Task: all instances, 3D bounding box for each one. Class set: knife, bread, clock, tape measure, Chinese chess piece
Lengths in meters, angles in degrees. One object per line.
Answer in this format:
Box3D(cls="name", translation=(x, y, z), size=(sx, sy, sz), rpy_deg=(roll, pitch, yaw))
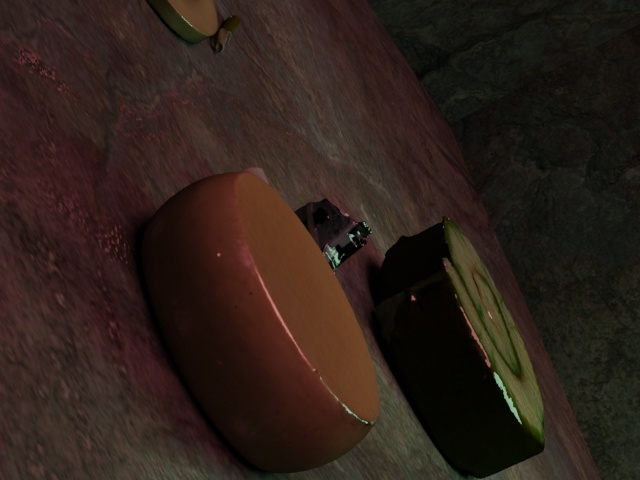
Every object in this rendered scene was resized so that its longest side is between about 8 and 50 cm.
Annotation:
Box3D(cls="knife", translation=(-0.122, -0.271, 2.023), size=(0.184, 0.022, 0.026), rpy_deg=(-81, 168, -71))
Box3D(cls="bread", translation=(0.185, 0.142, 2.154), size=(0.382, 0.129, 0.366), rpy_deg=(41, 26, -58))
Box3D(cls="clock", translation=(-0.195, -0.337, 1.842), size=(0.235, 0.029, 0.235), rpy_deg=(55, 15, -24))
Box3D(cls="tape measure", translation=(-0.002, 0.000, 1.746), size=(0.094, 0.091, 0.054), rpy_deg=(27, -20, 47))
Box3D(cls="Chinese chess piece", translation=(-0.049, 0.071, 1.346), size=(0.273, 0.102, 0.273), rpy_deg=(56, 14, -22))

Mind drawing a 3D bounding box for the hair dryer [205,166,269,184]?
Box3D(cls="hair dryer", translation=(-0.085, -0.038, 1.598), size=(0.137, 0.047, 0.082), rpy_deg=(22, 42, -64))
